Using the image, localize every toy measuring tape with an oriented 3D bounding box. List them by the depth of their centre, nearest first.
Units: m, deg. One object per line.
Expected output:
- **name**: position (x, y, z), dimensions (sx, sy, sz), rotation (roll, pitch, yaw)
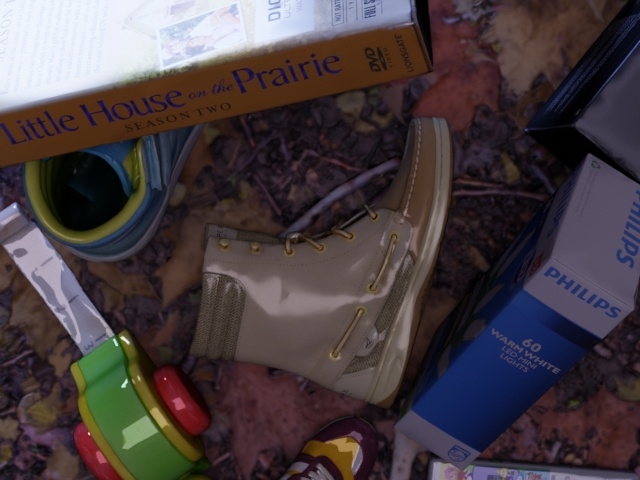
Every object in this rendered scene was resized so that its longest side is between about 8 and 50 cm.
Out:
- **toy measuring tape**: position (-0.191, 0.111, 1.154), dimensions (0.121, 0.121, 0.330), rotation (-35, 93, 0)

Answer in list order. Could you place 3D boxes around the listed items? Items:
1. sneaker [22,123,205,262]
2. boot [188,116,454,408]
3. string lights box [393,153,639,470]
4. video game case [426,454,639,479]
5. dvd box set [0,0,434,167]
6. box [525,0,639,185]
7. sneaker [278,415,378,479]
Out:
- **sneaker**: position (-0.147, -0.129, 1.098), dimensions (0.127, 0.208, 0.319), rotation (18, 91, 0)
- **boot**: position (0.000, 0.000, 1.168), dimensions (0.203, 0.095, 0.262), rotation (14, 96, -1)
- **string lights box**: position (0.167, 0.064, 1.083), dimensions (0.077, 0.133, 0.260), rotation (32, 135, -2)
- **video game case**: position (0.186, 0.309, 1.218), dimensions (0.193, 0.023, 0.212), rotation (5, 93, -2)
- **dvd box set**: position (-0.129, -0.207, 1.034), dimensions (0.420, 0.062, 0.308), rotation (-12, 49, 12)
- **box**: position (0.308, -0.166, 1.124), dimensions (0.103, 0.184, 0.261), rotation (39, 91, -2)
- **sneaker**: position (-0.017, 0.235, 1.178), dimensions (0.069, 0.084, 0.185), rotation (43, 91, -3)
